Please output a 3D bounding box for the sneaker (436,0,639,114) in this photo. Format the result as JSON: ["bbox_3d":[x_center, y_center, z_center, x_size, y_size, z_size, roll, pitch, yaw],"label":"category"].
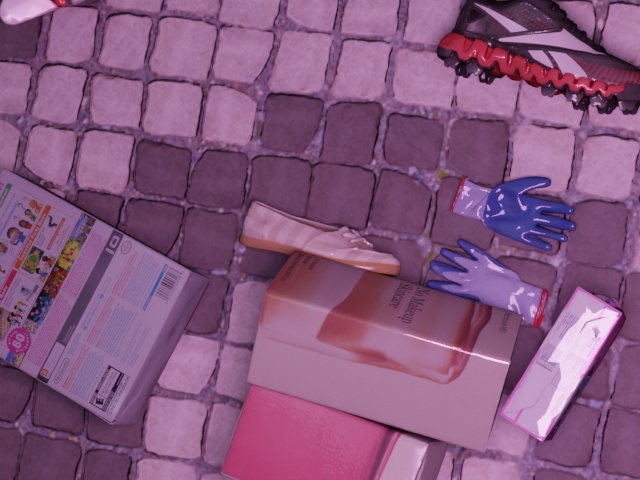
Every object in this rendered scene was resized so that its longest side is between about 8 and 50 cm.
[{"bbox_3d":[0.286,-0.239,1.835,0.276,0.097,0.135,20,91,17],"label":"sneaker"}]

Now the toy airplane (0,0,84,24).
[{"bbox_3d":[-0.390,-0.479,1.950,0.384,0.272,0.386,22,75,-3],"label":"toy airplane"}]

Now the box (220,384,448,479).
[{"bbox_3d":[0.020,0.265,1.822,0.232,0.148,0.127,19,88,15],"label":"box"}]

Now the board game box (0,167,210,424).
[{"bbox_3d":[-0.331,0.073,1.965,0.303,0.097,0.224,29,90,15],"label":"board game box"}]

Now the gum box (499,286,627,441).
[{"bbox_3d":[0.294,0.144,1.784,0.062,0.107,0.188,32,93,16],"label":"gum box"}]

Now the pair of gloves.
[{"bbox_3d":[0.226,0.008,1.863,0.159,0.023,0.198,19,90,14],"label":"pair of gloves"}]

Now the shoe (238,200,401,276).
[{"bbox_3d":[0.000,0.000,1.895,0.219,0.076,0.058,14,92,18],"label":"shoe"}]

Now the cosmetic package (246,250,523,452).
[{"bbox_3d":[0.079,0.128,1.786,0.296,0.153,0.129,16,112,7],"label":"cosmetic package"}]
